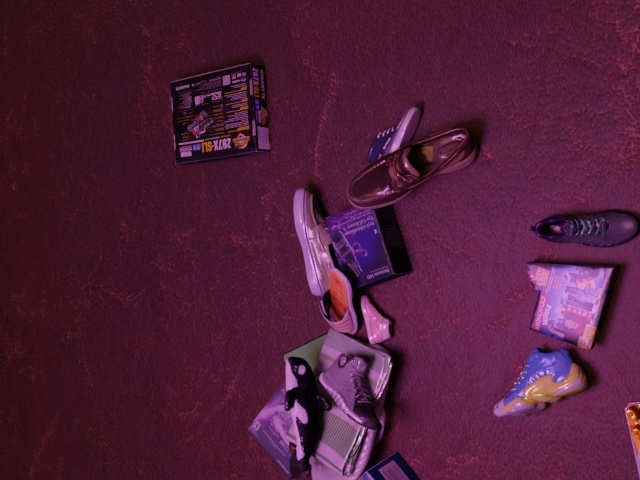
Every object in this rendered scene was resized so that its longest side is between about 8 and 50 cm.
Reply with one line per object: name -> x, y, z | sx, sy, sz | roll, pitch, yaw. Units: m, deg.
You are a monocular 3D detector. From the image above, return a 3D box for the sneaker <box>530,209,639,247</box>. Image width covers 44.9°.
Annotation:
sneaker -> 0.582, -0.021, 1.712 | 0.223, 0.098, 0.083 | -5, 89, 34

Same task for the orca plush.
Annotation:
orca plush -> -0.023, 0.437, 1.975 | 0.102, 0.151, 0.287 | -10, 63, 15

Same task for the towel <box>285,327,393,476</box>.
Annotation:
towel -> 0.046, 0.415, 2.024 | 0.247, 0.038, 0.325 | 19, 86, 46

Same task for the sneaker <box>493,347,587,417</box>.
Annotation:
sneaker -> 0.499, 0.326, 1.803 | 0.240, 0.091, 0.126 | -31, 57, 31

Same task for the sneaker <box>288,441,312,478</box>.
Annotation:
sneaker -> -0.062, 0.577, 2.143 | 0.072, 0.077, 0.178 | 15, 102, 31

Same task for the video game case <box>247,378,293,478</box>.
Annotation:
video game case -> -0.075, 0.519, 2.208 | 0.196, 0.026, 0.274 | 45, 116, 21

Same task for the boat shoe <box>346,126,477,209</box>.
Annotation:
boat shoe -> 0.212, -0.183, 1.877 | 0.342, 0.123, 0.123 | -21, 73, 12

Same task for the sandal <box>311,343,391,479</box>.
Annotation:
sandal -> 0.107, 0.481, 2.043 | 0.169, 0.102, 0.416 | 22, 90, 45

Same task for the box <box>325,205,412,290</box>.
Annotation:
box -> 0.126, 0.012, 2.011 | 0.153, 0.108, 0.207 | -24, 79, 31

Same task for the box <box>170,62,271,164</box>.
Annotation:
box -> -0.301, -0.368, 2.298 | 0.322, 0.079, 0.257 | -5, 91, 34

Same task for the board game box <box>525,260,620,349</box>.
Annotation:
board game box -> 0.553, 0.124, 1.761 | 0.194, 0.060, 0.194 | 19, 103, 33

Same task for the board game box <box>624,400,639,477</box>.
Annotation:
board game box -> 0.857, 0.512, 1.580 | 0.390, 0.050, 0.390 | -14, 84, 33

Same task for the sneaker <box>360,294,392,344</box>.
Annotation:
sneaker -> 0.151, 0.202, 2.039 | 0.070, 0.051, 0.134 | -17, 73, 17

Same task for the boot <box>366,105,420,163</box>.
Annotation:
boot -> 0.183, -0.267, 1.984 | 0.086, 0.069, 0.190 | 33, 111, 25

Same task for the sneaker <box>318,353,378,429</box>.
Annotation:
sneaker -> 0.092, 0.357, 1.924 | 0.132, 0.086, 0.228 | -56, 44, 6

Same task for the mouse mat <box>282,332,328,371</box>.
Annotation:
mouse mat -> -0.014, 0.359, 2.177 | 0.189, 0.007, 0.153 | -30, 76, 31

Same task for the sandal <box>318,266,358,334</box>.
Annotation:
sandal -> 0.034, 0.167, 2.013 | 0.102, 0.076, 0.265 | 42, 157, 33

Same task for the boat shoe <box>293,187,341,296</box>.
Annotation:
boat shoe -> 0.000, 0.000, 2.111 | 0.094, 0.109, 0.302 | -11, 95, 18

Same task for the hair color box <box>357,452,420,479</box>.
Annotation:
hair color box -> 0.091, 0.719, 2.021 | 0.105, 0.174, 0.347 | 48, 116, 21
